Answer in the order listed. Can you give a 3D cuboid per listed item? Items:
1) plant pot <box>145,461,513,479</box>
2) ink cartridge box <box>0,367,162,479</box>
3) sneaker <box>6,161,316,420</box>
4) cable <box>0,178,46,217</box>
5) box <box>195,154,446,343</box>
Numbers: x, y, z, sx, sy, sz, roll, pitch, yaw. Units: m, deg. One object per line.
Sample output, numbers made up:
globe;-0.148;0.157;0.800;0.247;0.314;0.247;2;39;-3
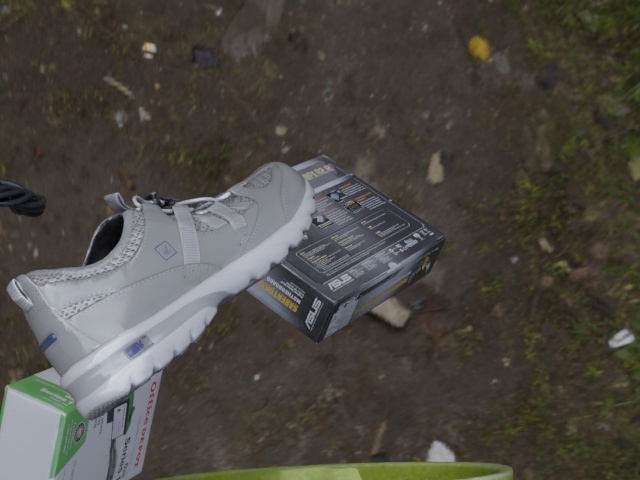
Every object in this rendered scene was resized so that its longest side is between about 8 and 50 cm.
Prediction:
plant pot;0.007;0.296;0.761;0.276;0.276;0.254;0;80;-14
ink cartridge box;-0.296;0.235;1.298;0.092;0.219;0.160;19;105;19
sneaker;-0.099;-0.001;0.752;0.115;0.105;0.281;51;38;-5
cable;-0.379;-0.051;1.175;0.150;0.184;0.047;17;89;-25
box;0.000;0.000;1.128;0.183;0.056;0.231;34;33;21
